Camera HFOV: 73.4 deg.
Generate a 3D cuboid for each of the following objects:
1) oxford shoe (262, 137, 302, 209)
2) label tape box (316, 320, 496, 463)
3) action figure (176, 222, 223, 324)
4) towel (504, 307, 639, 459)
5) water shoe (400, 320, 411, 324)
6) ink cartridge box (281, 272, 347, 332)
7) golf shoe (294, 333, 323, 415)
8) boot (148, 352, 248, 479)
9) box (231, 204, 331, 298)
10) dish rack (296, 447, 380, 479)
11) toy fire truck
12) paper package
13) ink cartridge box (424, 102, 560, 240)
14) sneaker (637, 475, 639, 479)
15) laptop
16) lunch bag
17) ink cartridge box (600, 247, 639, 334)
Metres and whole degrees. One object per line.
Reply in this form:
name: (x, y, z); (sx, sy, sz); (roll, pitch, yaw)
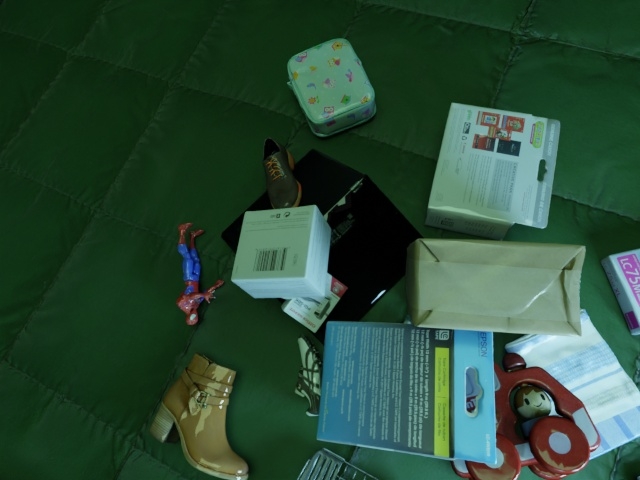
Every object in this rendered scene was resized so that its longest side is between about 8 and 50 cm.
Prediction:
oxford shoe: (-0.121, -0.177, 1.183); (0.097, 0.098, 0.271); (-27, 47, 12)
label tape box: (0.179, 0.305, 0.902); (0.348, 0.115, 0.248); (-2, 68, 21)
action figure: (-0.322, 0.087, 1.172); (0.139, 0.091, 0.279); (-10, 69, 17)
towel: (0.576, 0.316, 0.956); (0.210, 0.034, 0.284); (-26, 69, 2)
water shoe: (0.135, 0.259, 1.038); (0.080, 0.073, 0.203); (39, 81, 22)
ink cartridge box: (-0.016, 0.138, 1.035); (0.099, 0.056, 0.135); (37, 84, -9)
golf shoe: (-0.030, 0.327, 1.044); (0.094, 0.077, 0.198); (-25, 67, 2)
boot: (-0.255, 0.423, 1.049); (0.284, 0.109, 0.220); (21, 72, 24)
box: (-0.083, 0.029, 0.980); (0.181, 0.119, 0.181); (-4, 62, 19)
dish rack: (0.066, 0.583, 0.907); (0.272, 0.074, 0.208); (25, 63, 10)
toy fire truck: (0.393, 0.371, 0.906); (0.303, 0.169, 0.253); (-18, 54, 7)
paper package: (0.340, 0.084, 0.916); (0.310, 0.325, 0.167); (1, 89, 10)
ink cartridge box: (0.435, -0.171, 1.102); (0.272, 0.130, 0.309); (13, 74, 13)
sneaker: (0.699, 0.494, 0.843); (0.115, 0.090, 0.232); (39, 81, 24)
laptop: (0.000, 0.000, 1.184); (0.382, 0.236, 0.408); (-45, 98, -6)
lunch bag: (0.027, -0.458, 1.292); (0.224, 0.108, 0.278); (-23, 68, 5)
ink cartridge box: (0.840, 0.089, 0.973); (0.312, 0.065, 0.185); (-13, 69, 4)
